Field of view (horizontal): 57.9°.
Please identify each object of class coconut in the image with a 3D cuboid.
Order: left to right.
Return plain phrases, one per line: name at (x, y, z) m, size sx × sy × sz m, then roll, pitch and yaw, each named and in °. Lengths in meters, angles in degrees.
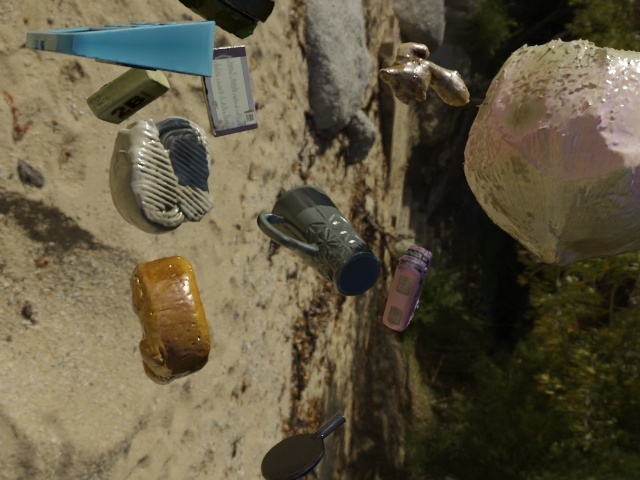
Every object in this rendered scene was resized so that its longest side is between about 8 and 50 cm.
coconut at (0.456, -0.126, 1.041) m, size 0.404 × 0.405 × 0.404 m, roll 7°, pitch 90°, yaw -82°

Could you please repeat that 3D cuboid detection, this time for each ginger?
ginger at (0.221, -0.334, 1.231) m, size 0.059 × 0.214 × 0.133 m, roll -12°, pitch -131°, yaw 63°

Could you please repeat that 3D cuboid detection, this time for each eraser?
eraser at (-0.457, -0.350, 1.387) m, size 0.058 × 0.172 × 0.117 m, roll 60°, pitch 8°, yaw 3°

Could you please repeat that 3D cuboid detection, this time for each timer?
timer at (-0.324, -0.326, 0.938) m, size 0.250 × 0.232 × 0.091 m, roll -8°, pitch 112°, yaw -40°

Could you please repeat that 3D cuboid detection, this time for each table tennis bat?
table tennis bat at (-0.034, 0.474, 1.335) m, size 0.236 × 0.150 × 0.027 m, roll -29°, pitch 109°, yaw -32°

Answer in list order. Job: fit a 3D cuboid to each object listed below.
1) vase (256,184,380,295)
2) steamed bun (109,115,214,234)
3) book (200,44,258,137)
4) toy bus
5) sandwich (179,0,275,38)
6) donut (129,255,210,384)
vase at (0.000, 0.000, 1.238) m, size 0.301 × 0.251 × 0.156 m, roll 46°, pitch -57°, yaw 51°
steamed bun at (-0.476, -0.181, 1.649) m, size 0.310 × 0.219 × 0.324 m, roll -18°, pitch 102°, yaw -56°
book at (-0.255, -0.411, 1.591) m, size 0.157 × 0.026 × 0.231 m, roll -23°, pitch 112°, yaw -43°
toy bus at (0.190, 0.110, 1.272) m, size 0.090 × 0.063 × 0.203 m, roll -46°, pitch 153°, yaw -48°
sandwich at (-0.185, -0.474, 1.076) m, size 0.185 × 0.109 × 0.160 m, roll 22°, pitch 36°, yaw -44°
donut at (-0.259, 0.135, 0.993) m, size 0.226 × 0.114 × 0.226 m, roll 169°, pitch -90°, yaw -74°
